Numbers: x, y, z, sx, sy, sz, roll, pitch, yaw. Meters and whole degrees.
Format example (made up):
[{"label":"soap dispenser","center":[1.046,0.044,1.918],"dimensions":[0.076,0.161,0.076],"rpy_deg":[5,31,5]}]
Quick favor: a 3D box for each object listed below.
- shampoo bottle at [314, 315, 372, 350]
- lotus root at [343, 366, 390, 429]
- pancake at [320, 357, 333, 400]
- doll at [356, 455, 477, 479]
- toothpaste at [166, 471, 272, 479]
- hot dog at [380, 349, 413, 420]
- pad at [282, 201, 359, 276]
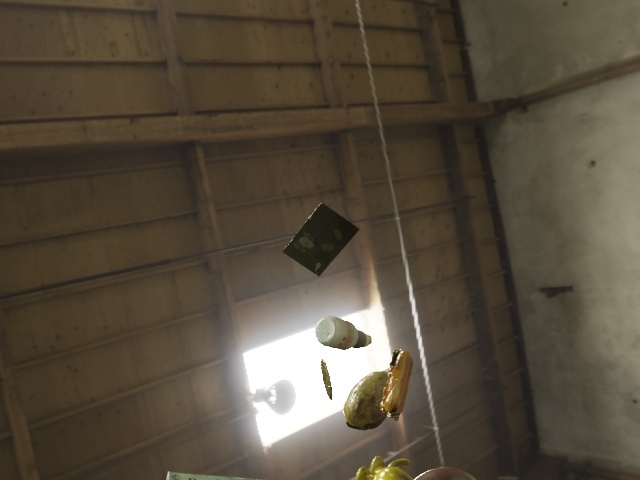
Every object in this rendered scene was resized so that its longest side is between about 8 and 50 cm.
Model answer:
[{"label":"shampoo bottle","center":[0.059,0.228,1.469],"dimensions":[0.192,0.074,0.074],"rpy_deg":[27,-114,-56]},{"label":"lotus root","center":[0.148,0.446,1.738],"dimensions":[0.138,0.138,0.214],"rpy_deg":[44,-101,-27]},{"label":"pancake","center":[0.015,0.350,1.533],"dimensions":[0.011,0.115,0.114],"rpy_deg":[-11,-89,-9]},{"label":"doll","center":[0.147,0.356,0.841],"dimensions":[0.145,0.188,0.096],"rpy_deg":[-4,-77,-25]},{"label":"toothpaste","center":[-0.213,0.631,1.500],"dimensions":[0.337,0.067,0.081],"rpy_deg":[10,-65,-15]},{"label":"hot dog","center":[0.183,0.346,1.474],"dimensions":[0.072,0.055,0.188],"rpy_deg":[73,-150,-46]},{"label":"pad","center":[0.000,0.000,1.656],"dimensions":[0.127,0.190,0.004],"rpy_deg":[34,-156,-11]}]
